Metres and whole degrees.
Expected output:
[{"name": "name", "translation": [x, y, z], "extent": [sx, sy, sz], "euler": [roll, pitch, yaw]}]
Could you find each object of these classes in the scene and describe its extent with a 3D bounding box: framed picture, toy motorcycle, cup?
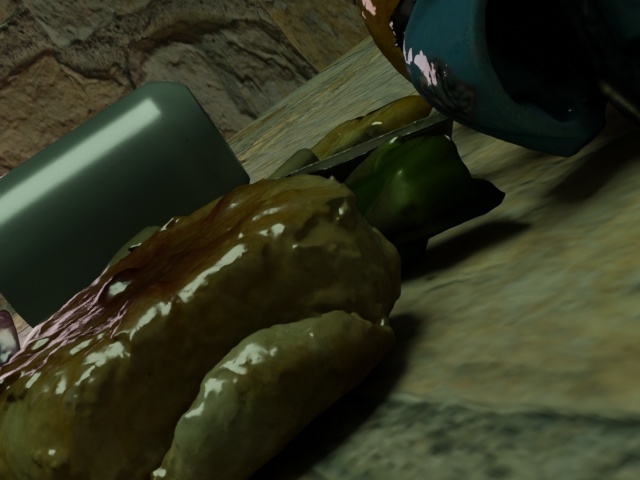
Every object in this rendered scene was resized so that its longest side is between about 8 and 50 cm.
[{"name": "framed picture", "translation": [0.018, -0.038, 0.712], "extent": [0.149, 0.011, 0.109], "euler": [-23, -14, -2]}, {"name": "toy motorcycle", "translation": [0.200, -0.159, 0.521], "extent": [0.416, 0.172, 0.232], "euler": [-19, 23, 30]}, {"name": "cup", "translation": [-0.252, -0.045, 1.301], "extent": [0.312, 0.205, 0.205], "euler": [-34, 10, 1]}]

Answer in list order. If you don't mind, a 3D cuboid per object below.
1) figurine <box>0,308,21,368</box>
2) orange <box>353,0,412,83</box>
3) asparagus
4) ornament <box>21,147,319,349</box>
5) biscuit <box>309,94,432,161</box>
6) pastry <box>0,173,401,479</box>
[{"name": "figurine", "translation": [-0.181, 0.092, 0.741], "extent": [0.157, 0.126, 0.114], "euler": [-15, -34, -52]}, {"name": "orange", "translation": [0.133, -0.212, 0.837], "extent": [0.219, 0.193, 0.219], "euler": [-20, 8, 3]}, {"name": "asparagus", "translation": [0.000, 0.000, 0.639], "extent": [0.287, 0.080, 0.080], "euler": [-29, 12, 42]}, {"name": "ornament", "translation": [-0.131, 0.032, 0.866], "extent": [0.230, 0.061, 0.245], "euler": [-8, 33, 48]}, {"name": "biscuit", "translation": [0.008, -0.073, 1.052], "extent": [0.183, 0.039, 0.174], "euler": [-39, 13, -18]}, {"name": "pastry", "translation": [-0.062, 0.051, 0.528], "extent": [0.218, 0.100, 0.229], "euler": [-35, 11, 4]}]
